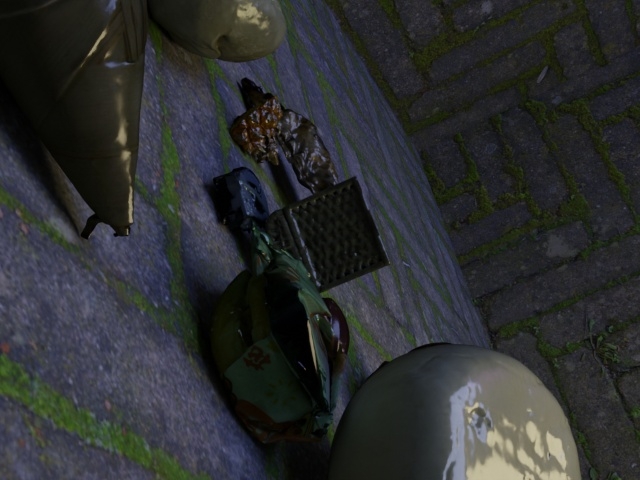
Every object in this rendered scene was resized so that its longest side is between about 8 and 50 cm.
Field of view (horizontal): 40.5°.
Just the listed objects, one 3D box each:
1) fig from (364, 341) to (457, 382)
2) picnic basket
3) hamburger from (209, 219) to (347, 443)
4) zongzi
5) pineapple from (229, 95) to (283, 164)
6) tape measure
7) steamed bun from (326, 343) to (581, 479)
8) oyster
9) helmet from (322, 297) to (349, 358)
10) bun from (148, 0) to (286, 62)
[{"bbox_3d":[0.176,0.277,1.354,0.235,0.215,0.234,-10,90,-78],"label":"fig"},{"bbox_3d":[0.005,0.001,1.241,0.196,0.154,0.134,-28,97,-87],"label":"picnic basket"},{"bbox_3d":[-0.053,0.095,0.982,0.214,0.125,0.235,-98,162,-66],"label":"hamburger"},{"bbox_3d":[-0.241,-0.267,0.880,0.447,0.182,0.417,-93,169,-65],"label":"zongzi"},{"bbox_3d":[-0.102,-0.169,1.412,0.114,0.077,0.114,-46,127,-39],"label":"pineapple"},{"bbox_3d":[-0.108,-0.056,1.178,0.094,0.054,0.091,6,66,-71],"label":"tape measure"},{"bbox_3d":[0.149,0.287,1.034,0.334,0.233,0.311,32,51,-36],"label":"steamed bun"},{"bbox_3d":[-0.032,-0.154,1.513,0.345,0.079,0.129,56,18,11],"label":"oyster"},{"bbox_3d":[0.005,0.133,1.230,0.098,0.070,0.123,38,29,-62],"label":"helmet"},{"bbox_3d":[-0.166,-0.359,1.294,0.259,0.160,0.259,44,14,-14],"label":"bun"}]
